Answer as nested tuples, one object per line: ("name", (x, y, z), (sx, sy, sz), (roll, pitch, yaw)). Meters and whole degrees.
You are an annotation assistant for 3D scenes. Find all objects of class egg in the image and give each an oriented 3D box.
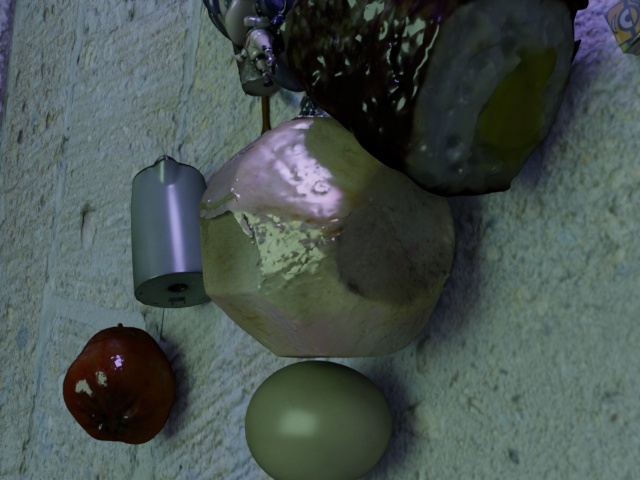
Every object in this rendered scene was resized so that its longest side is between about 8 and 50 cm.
("egg", (-0.003, 0.263, 1.399), (0.242, 0.186, 0.186), (-20, 68, 48))

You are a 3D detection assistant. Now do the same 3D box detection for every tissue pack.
("tissue pack", (0.364, -0.256, 1.091), (0.083, 0.035, 0.063), (-44, 50, 41))

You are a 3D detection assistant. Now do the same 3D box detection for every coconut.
("coconut", (0.000, 0.000, 1.334), (0.353, 0.353, 0.352), (-14, 73, 54))

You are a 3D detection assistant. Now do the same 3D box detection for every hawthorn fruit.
("hawthorn fruit", (-0.395, 0.271, 1.960), (0.224, 0.224, 0.261), (-56, 23, 34))

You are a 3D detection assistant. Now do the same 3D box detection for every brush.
("brush", (-0.100, -0.212, 1.774), (0.043, 0.014, 0.169), (-21, 66, 50))

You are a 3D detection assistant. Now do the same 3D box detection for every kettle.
("kettle", (-0.287, -0.003, 1.897), (0.240, 0.165, 0.255), (101, 160, -63))

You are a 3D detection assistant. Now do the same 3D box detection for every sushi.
("sushi", (0.141, -0.244, 1.189), (0.294, 0.281, 0.299), (46, 111, 42))

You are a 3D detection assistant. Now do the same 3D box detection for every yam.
("yam", (-0.119, -0.333, 1.766), (0.079, 0.079, 0.141), (-37, 58, 46))

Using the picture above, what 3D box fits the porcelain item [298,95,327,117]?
("porcelain item", (-0.010, -0.215, 1.638), (0.075, 0.021, 0.136), (51, 125, 41))

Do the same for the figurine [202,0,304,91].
("figurine", (-0.090, -0.370, 1.634), (0.265, 0.197, 0.175), (54, 129, 19))
